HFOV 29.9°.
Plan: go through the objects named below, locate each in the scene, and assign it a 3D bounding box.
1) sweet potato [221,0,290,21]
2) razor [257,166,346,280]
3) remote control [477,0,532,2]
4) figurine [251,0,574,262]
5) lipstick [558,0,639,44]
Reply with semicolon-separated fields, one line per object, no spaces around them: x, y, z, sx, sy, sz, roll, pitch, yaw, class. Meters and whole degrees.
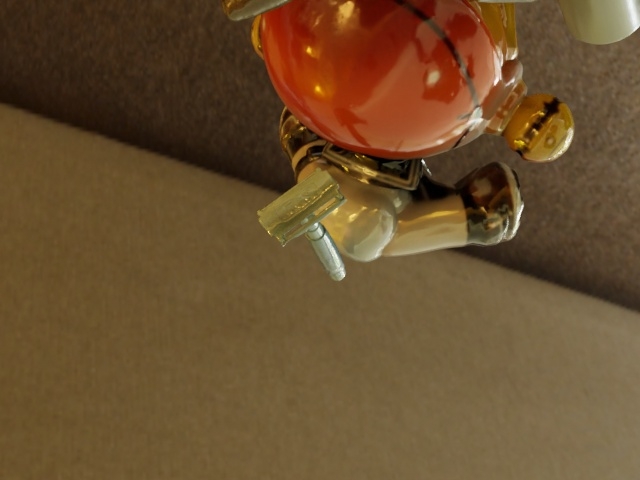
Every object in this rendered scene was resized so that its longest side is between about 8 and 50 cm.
0.032;-0.216;0.708;0.077;0.077;0.244;28;109;-32;sweet potato
0.000;0.000;0.997;0.068;0.040;0.135;-35;149;-3;razor
0.163;-0.210;0.647;0.067;0.029;0.261;-4;159;-27;remote control
0.054;-0.140;1.010;0.320;0.196;0.323;22;136;26;figurine
0.190;-0.248;0.884;0.070;0.070;0.254;-23;145;10;lipstick
